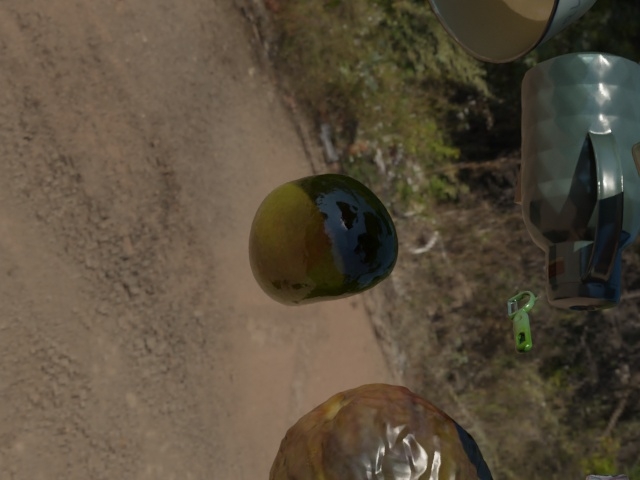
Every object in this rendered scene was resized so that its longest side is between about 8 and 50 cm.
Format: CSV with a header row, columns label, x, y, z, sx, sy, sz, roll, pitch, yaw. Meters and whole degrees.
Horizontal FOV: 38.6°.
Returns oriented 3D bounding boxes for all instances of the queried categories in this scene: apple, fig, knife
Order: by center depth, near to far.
label,x,y,z,sx,sy,sz,roll,pitch,yaw
fig,0.066,0.338,1.034,0.368,0.286,0.286,-80,154,-76
apple,0.000,0.000,1.160,0.196,0.197,0.156,1,77,-71
knife,0.301,0.116,1.341,0.015,0.054,0.212,58,18,-9

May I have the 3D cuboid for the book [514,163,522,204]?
label,x,y,z,sx,sy,sz,roll,pitch,yaw
book,0.329,-0.150,1.265,0.016,0.138,0.198,15,82,-22

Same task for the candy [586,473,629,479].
label,x,y,z,sx,sy,sz,roll,pitch,yaw
candy,0.467,0.424,1.464,0.160,0.073,0.092,33,52,-72

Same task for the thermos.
label,x,y,z,sx,sy,sz,roll,pitch,yaw
thermos,0.304,-0.066,1.038,0.182,0.145,0.286,89,5,-74

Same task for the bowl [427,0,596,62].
label,x,y,z,sx,sy,sz,roll,pitch,yaw
bowl,0.204,-0.308,0.919,0.238,0.126,0.237,46,-33,41

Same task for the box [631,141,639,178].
label,x,y,z,sx,sy,sz,roll,pitch,yaw
box,0.408,-0.046,0.876,0.210,0.129,0.147,23,47,-39
